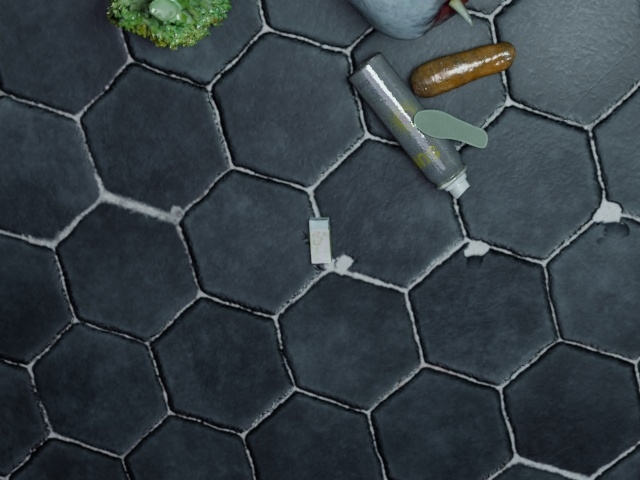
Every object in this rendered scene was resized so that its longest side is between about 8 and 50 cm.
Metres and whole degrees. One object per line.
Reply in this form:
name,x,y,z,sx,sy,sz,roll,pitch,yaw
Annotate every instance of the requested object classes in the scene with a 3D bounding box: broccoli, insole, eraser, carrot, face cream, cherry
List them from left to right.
broccoli,-0.251,-0.399,1.863,0.220,0.194,0.194,-18,105,6
eraser,0.000,0.000,2.048,0.038,0.019,0.083,0,107,8
cherry,0.132,-0.434,1.773,0.296,0.255,0.218,34,117,12
face cream,0.159,-0.191,1.941,0.073,0.073,0.283,-37,100,16
insole,0.222,-0.189,1.930,0.153,0.002,0.053,17,71,-25
carrot,0.239,-0.291,1.910,0.186,0.060,0.060,-19,104,10
